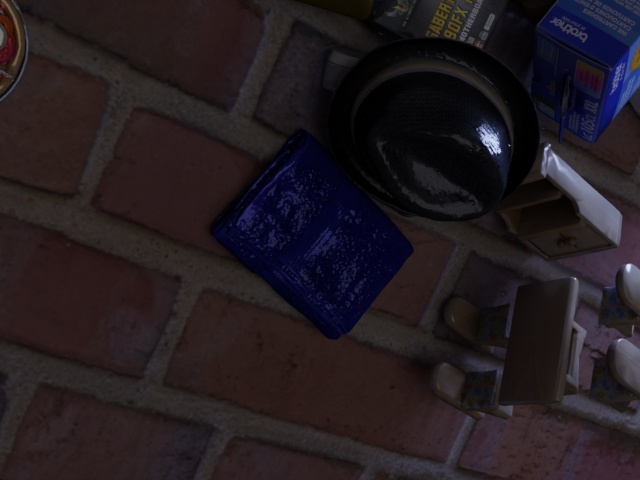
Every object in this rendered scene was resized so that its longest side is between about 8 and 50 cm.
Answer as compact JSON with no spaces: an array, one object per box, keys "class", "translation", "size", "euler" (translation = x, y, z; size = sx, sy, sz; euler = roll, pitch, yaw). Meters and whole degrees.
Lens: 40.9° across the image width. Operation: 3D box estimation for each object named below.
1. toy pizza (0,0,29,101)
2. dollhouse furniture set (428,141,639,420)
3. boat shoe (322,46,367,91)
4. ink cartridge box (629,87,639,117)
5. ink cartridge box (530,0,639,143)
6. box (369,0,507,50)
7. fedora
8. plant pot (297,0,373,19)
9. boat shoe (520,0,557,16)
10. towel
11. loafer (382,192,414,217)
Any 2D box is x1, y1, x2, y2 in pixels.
[{"class":"toy pizza","translation":[-0.481,-0.259,1.113],"size":[0.201,0.032,0.201],"euler":[-7,106,-25]},{"class":"dollhouse furniture set","translation":[0.359,0.077,1.456],"size":[0.256,0.362,0.394],"euler":[34,59,-31]},{"class":"boat shoe","translation":[0.112,-0.235,1.367],"size":[0.228,0.079,0.081],"euler":[20,115,-2]},{"class":"ink cartridge box","translation":[0.721,-0.293,1.658],"size":[0.207,0.117,0.283],"euler":[-49,123,-7]},{"class":"ink cartridge box","translation":[0.492,-0.350,1.448],"size":[0.395,0.151,0.270],"euler":[-49,158,-7]},{"class":"box","translation":[0.209,-0.408,1.371],"size":[0.183,0.056,0.231],"euler":[26,91,-6]},{"class":"fedora","translation":[0.171,-0.136,1.285],"size":[0.334,0.152,0.333],"euler":[1,123,2]},{"class":"plant pot","translation":[0.007,-0.445,1.187],"size":[0.212,0.187,0.212],"euler":[14,96,-8]},{"class":"boat shoe","translation":[0.450,-0.503,1.486],"size":[0.324,0.123,0.116],"euler":[-36,143,-15]},{"class":"towel","translation":[0.000,0.000,1.400],"size":[0.227,0.076,0.308],"euler":[-49,119,-7]},{"class":"loafer","translation":[0.158,-0.163,1.427],"size":[0.088,0.094,0.251],"euler":[11,98,-33]}]
